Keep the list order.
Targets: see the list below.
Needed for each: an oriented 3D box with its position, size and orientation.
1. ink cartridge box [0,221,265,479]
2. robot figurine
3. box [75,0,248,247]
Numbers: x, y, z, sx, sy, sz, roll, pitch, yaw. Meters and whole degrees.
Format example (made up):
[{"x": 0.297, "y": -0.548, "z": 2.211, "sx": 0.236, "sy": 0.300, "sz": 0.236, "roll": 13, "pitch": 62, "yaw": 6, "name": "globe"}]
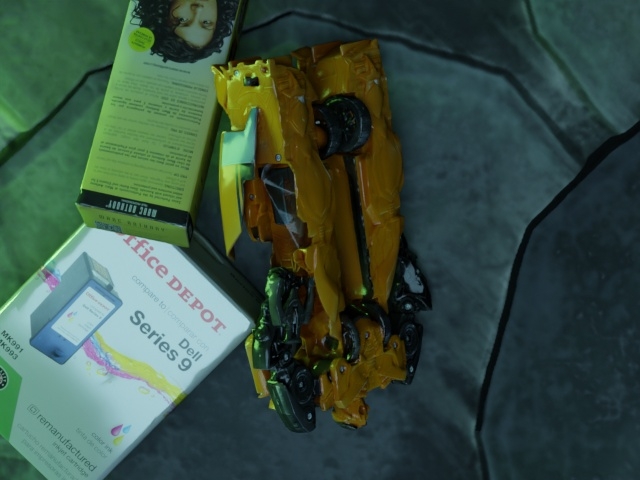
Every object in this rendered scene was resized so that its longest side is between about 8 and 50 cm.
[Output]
[{"x": -0.169, "y": 0.077, "z": 1.421, "sx": 0.212, "sy": 0.093, "sz": 0.154, "roll": -44, "pitch": 93, "yaw": 8, "name": "ink cartridge box"}, {"x": 0.000, "y": 0.000, "z": 1.356, "sx": 0.085, "sy": 0.211, "sz": 0.291, "roll": 2, "pitch": 102, "yaw": 37, "name": "robot figurine"}, {"x": -0.114, "y": -0.118, "z": 1.351, "sx": 0.087, "sy": 0.058, "sz": 0.232, "roll": 11, "pitch": 75, "yaw": 2, "name": "box"}]
